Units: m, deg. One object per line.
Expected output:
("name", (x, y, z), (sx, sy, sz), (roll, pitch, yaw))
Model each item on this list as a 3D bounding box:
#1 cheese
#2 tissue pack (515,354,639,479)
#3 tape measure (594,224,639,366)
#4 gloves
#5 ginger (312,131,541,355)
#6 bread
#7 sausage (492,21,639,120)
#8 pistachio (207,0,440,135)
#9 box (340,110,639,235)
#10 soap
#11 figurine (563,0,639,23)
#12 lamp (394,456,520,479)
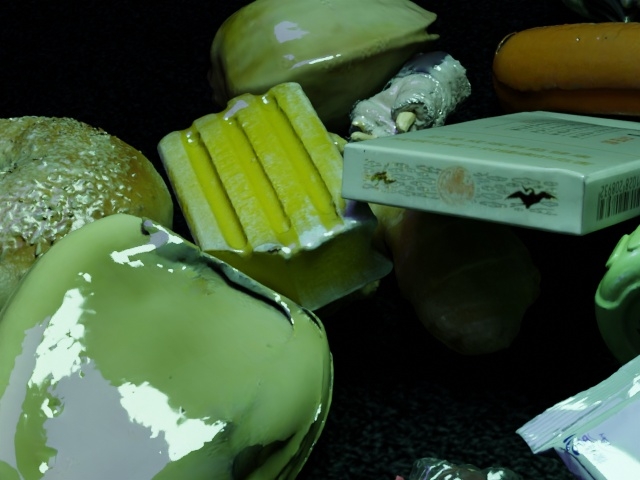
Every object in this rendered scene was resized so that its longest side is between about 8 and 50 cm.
("cheese", (-0.141, 0.140, 1.213), (0.259, 0.128, 0.316), (23, 49, 6))
("tissue pack", (0.191, 0.113, 0.734), (0.122, 0.026, 0.193), (-33, 44, -9))
("tape measure", (0.279, 0.053, 1.192), (0.154, 0.177, 0.087), (-4, 32, 38))
("gloves", (0.090, -0.120, 1.600), (0.144, 0.094, 0.110), (-42, 33, -9))
("ginger", (0.007, -0.015, 1.452), (0.363, 0.122, 0.348), (-17, 40, 17))
("bread", (-0.294, -0.018, 1.549), (0.305, 0.159, 0.305), (-11, 34, 7))
("sausage", (0.289, -0.159, 1.527), (0.330, 0.102, 0.102), (7, 38, 45))
("pistachio", (0.013, -0.189, 1.670), (0.260, 0.163, 0.212), (-23, 18, -21))
("box", (0.195, -0.064, 1.354), (0.204, 0.051, 0.365), (9, 13, 30))
("soap", (-0.042, -0.033, 1.364), (0.140, 0.073, 0.232), (-26, 38, -1))
("figurine", (0.337, -0.275, 1.651), (0.204, 0.185, 0.332), (9, 31, -8))
("lamp", (0.078, 0.252, 1.016), (0.118, 0.118, 0.253), (-5, 35, 17))
